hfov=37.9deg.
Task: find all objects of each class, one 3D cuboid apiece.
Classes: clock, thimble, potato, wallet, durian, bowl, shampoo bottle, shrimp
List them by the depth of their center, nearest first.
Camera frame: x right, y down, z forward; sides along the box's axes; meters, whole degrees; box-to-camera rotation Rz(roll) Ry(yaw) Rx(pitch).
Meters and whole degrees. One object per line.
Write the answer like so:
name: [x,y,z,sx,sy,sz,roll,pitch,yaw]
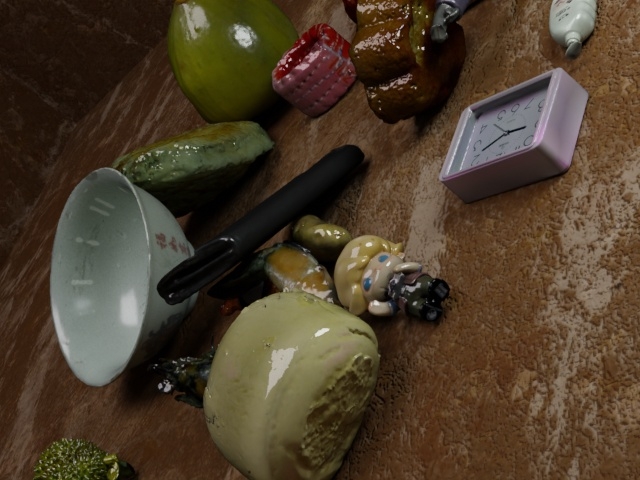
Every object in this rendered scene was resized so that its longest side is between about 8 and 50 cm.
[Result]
clock: [0.271,-0.147,1.320,0.197,0.063,0.150,-18,43,52]
shampoo bottle: [0.374,-0.319,1.387,0.077,0.045,0.152,-29,34,40]
shrimp: [-0.134,0.149,1.491,0.445,0.085,0.272,-17,66,41]
potato: [0.000,0.000,1.563,0.138,0.091,0.070,24,91,64]
wallet: [-0.098,-0.037,1.623,0.228,0.062,0.406,-34,5,42]
durian: [-0.451,0.441,1.699,0.198,0.146,0.159,-7,52,61]
bowl: [-0.375,0.076,1.914,0.434,0.195,0.435,-4,85,50]
thimble: [-0.010,-0.369,2.021,0.189,0.125,0.163,-34,32,36]

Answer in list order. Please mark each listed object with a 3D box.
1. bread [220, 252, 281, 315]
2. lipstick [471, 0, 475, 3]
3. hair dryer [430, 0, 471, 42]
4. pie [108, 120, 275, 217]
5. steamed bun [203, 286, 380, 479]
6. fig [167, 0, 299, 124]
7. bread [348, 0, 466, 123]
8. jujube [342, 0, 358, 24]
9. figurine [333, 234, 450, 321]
bread: [-0.094,0.083,1.627,0.139,0.095,0.269,-63,17,-11]
lipstick: [0.213,-0.436,1.803,0.264,0.059,0.059,-30,33,40]
hair dryer: [0.298,-0.442,1.541,0.301,0.121,0.361,8,52,51]
pie: [-0.295,-0.158,2.097,0.395,0.181,0.418,-27,6,-41]
steamed bun: [-0.062,0.199,1.248,0.232,0.166,0.273,26,94,45]
fig: [-0.218,-0.453,2.237,0.343,0.343,0.343,-40,28,26]
bread: [0.142,-0.325,1.594,0.135,0.232,0.247,-8,42,44]
jujube: [0.128,-0.534,1.978,0.155,0.155,0.230,-60,20,-16]
figurine: [0.097,0.062,1.309,0.196,0.108,0.114,27,103,58]
